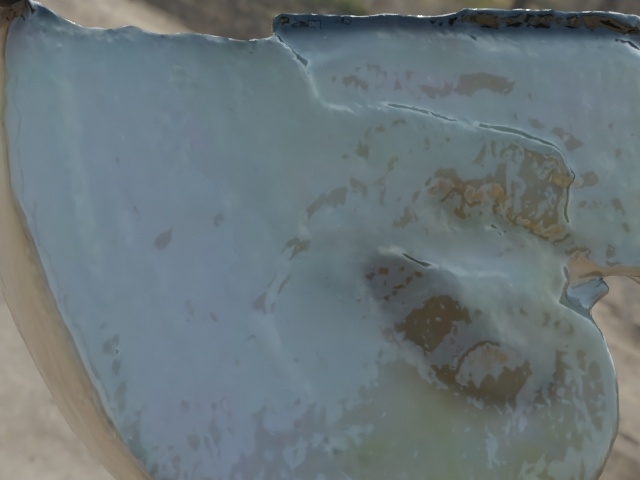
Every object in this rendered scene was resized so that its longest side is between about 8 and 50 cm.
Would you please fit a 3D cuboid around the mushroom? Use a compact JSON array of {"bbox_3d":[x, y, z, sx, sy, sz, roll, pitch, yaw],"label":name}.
[{"bbox_3d":[-0.004,0.028,0.618,0.236,0.173,0.162,-1,-11,-24],"label":"mushroom"}]
